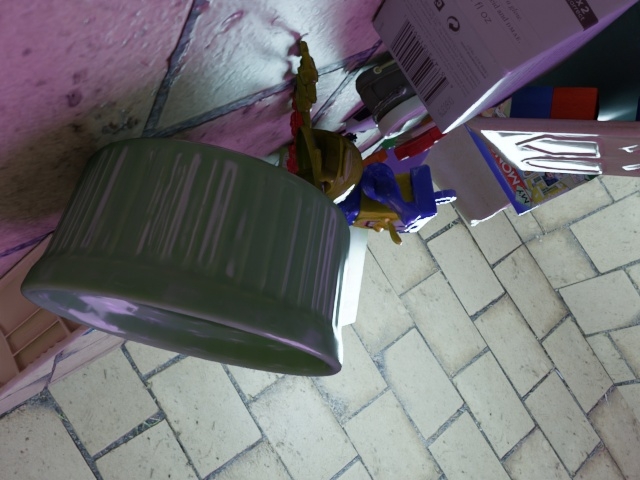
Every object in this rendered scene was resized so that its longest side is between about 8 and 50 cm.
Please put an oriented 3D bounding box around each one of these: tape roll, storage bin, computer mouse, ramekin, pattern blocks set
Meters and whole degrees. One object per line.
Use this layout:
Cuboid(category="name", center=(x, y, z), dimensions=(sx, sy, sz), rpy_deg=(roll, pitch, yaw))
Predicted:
Cuboid(category="tape roll", center=(0.125, -0.136, 1.448), dimensions=(0.275, 0.090, 0.275), rpy_deg=(-48, -175, 5))
Cuboid(category="storage bin", center=(-0.321, 0.078, 0.898), dimensions=(0.260, 0.123, 0.262), rpy_deg=(-34, 177, 27))
Cuboid(category="computer mouse", center=(0.080, -0.205, 1.104), dimensions=(0.193, 0.042, 0.106), rpy_deg=(-34, 175, 40))
Cuboid(category="ramekin", center=(-0.113, 0.026, 0.623), dimensions=(0.303, 0.303, 0.148), rpy_deg=(140, -35, -68))
Cuboid(category="pattern blocks set", center=(0.191, -0.194, 1.010), dimensions=(0.285, 0.026, 0.325), rpy_deg=(-32, -171, -9))

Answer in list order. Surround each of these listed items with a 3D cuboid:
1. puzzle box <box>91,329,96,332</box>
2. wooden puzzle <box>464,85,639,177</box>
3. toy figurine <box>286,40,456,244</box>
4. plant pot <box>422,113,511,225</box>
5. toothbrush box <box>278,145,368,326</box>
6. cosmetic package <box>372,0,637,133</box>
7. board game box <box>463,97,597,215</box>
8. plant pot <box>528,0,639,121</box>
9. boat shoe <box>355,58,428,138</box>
Cuboid(category="puzzle box", center=(-0.347, 0.074, 1.238), dimensions=(0.408, 0.052, 0.272), rpy_deg=(-32, 176, 10))
Cuboid(category="wooden puzzle", center=(0.375, -0.131, 0.800), dimensions=(0.347, 0.081, 0.322), rpy_deg=(12, -178, 25))
Cuboid(category="toy figurine", center=(0.070, -0.084, 0.782), dimensions=(0.217, 0.192, 0.362), rpy_deg=(2, 166, -6))
Cuboid(category="plant pot", center=(0.416, -0.221, 1.689), dimensions=(0.333, 0.306, 0.334), rpy_deg=(-32, 177, -2))
Cuboid(category="toothbrush box", center=(0.000, 0.000, 1.076), dimensions=(0.122, 0.284, 0.206), rpy_deg=(10, 180, 18))
Cuboid(category="cosmetic package", center=(0.184, -0.236, 0.654), dimensions=(0.183, 0.151, 0.151), rpy_deg=(-32, 177, -16))
Cuboid(category="board game box", center=(0.384, -0.224, 1.237), dimensions=(0.046, 0.317, 0.213), rpy_deg=(-28, 175, -25))
Cuboid(category="plant pot", center=(0.444, -0.304, 0.807), dimensions=(0.341, 0.341, 0.334), rpy_deg=(-31, -175, -19))
Cuboid(category="boat shoe", center=(0.176, -0.249, 0.920), dimensions=(0.305, 0.091, 0.109), rpy_deg=(-33, 173, -32))
